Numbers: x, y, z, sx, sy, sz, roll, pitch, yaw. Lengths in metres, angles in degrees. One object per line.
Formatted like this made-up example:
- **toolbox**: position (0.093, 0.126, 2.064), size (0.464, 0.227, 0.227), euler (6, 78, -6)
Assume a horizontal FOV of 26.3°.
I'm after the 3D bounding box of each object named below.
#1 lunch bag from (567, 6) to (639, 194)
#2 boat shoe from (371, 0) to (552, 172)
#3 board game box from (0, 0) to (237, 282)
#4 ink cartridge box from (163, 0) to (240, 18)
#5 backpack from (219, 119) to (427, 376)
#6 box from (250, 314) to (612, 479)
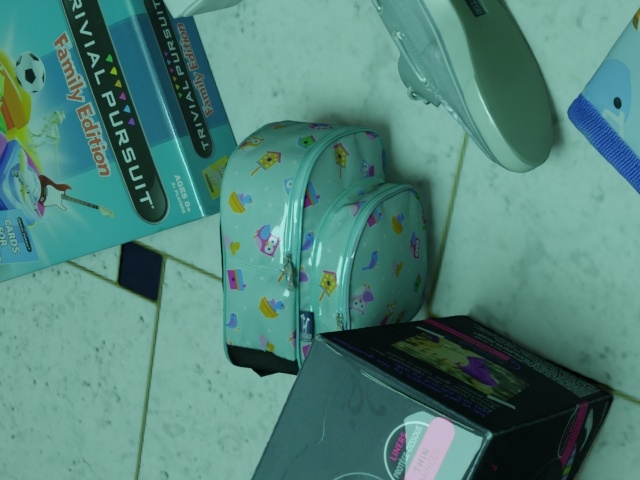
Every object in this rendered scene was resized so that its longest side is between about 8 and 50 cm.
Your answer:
- **lunch bag**: position (0.374, -0.060, 0.712), size (0.328, 0.238, 0.385), euler (-62, 41, 31)
- **boat shoe**: position (0.096, -0.145, 1.031), size (0.081, 0.079, 0.228), euler (-34, 79, 46)
- **board game box**: position (-0.246, -0.110, 1.266), size (0.336, 0.079, 0.254), euler (-16, 95, 37)
- **ink cartridge box**: position (-0.097, -0.303, 1.100), size (0.148, 0.086, 0.203), euler (-32, 86, 36)
- **backpack**: position (0.000, 0.000, 1.077), size (0.144, 0.166, 0.188), euler (1, 108, 33)
- **box**: position (0.082, 0.160, 0.988), size (0.143, 0.270, 0.165), euler (29, 103, 25)
